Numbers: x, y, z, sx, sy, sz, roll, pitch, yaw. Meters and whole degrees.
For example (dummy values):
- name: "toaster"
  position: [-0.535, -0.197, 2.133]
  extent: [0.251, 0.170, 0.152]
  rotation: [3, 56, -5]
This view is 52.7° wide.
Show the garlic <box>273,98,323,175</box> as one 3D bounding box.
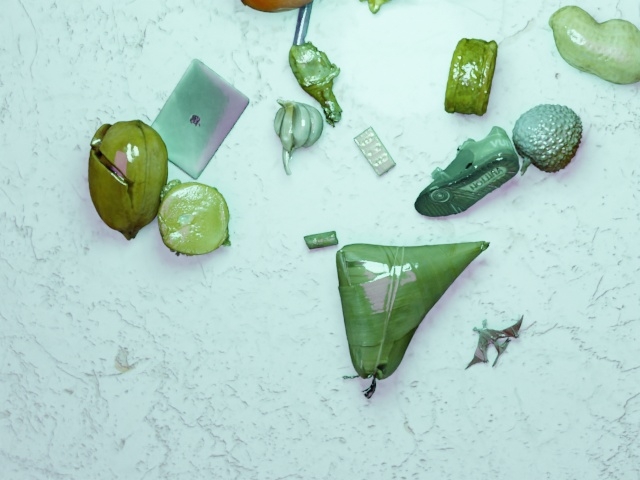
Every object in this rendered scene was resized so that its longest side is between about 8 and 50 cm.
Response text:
- name: "garlic"
  position: [-0.060, -0.259, 1.632]
  extent: [0.127, 0.131, 0.194]
  rotation: [12, 93, 10]

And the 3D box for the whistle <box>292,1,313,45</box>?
- name: "whistle"
  position: [-0.045, -0.549, 1.631]
  extent: [0.033, 0.033, 0.176]
  rotation: [14, 102, 7]

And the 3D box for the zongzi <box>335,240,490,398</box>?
- name: "zongzi"
  position: [0.236, 0.215, 1.653]
  extent: [0.418, 0.181, 0.447]
  rotation: [-5, 101, 9]

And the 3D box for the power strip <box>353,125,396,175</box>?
- name: "power strip"
  position: [0.140, -0.227, 1.658]
  extent: [0.056, 0.032, 0.123]
  rotation: [-34, 94, 14]

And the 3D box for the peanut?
- name: "peanut"
  position: [0.643, -0.453, 1.495]
  extent: [0.253, 0.122, 0.137]
  rotation: [25, 94, 9]

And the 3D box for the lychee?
- name: "lychee"
  position: [0.526, -0.235, 1.526]
  extent: [0.165, 0.165, 0.197]
  rotation: [44, 95, 0]

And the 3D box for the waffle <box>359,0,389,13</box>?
- name: "waffle"
  position: [0.142, -0.677, 1.518]
  extent: [0.238, 0.059, 0.243]
  rotation: [-33, 87, 42]

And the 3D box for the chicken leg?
- name: "chicken leg"
  position: [0.002, -0.397, 1.626]
  extent: [0.103, 0.088, 0.227]
  rotation: [-38, 105, -14]

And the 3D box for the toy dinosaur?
- name: "toy dinosaur"
  position: [0.449, 0.263, 1.696]
  extent: [0.108, 0.032, 0.220]
  rotation: [42, 113, -3]

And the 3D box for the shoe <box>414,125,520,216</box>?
- name: "shoe"
  position: [0.358, -0.174, 1.603]
  extent: [0.109, 0.149, 0.293]
  rotation: [33, 137, -30]

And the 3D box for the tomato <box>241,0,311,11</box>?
- name: "tomato"
  position: [-0.072, -0.680, 1.466]
  extent: [0.273, 0.341, 0.341]
  rotation: [8, 101, -6]

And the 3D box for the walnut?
- name: "walnut"
  position: [-0.504, -0.152, 1.695]
  extent: [0.209, 0.209, 0.336]
  rotation: [9, 113, 8]

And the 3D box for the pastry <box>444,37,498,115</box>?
- name: "pastry"
  position: [0.354, -0.384, 1.520]
  extent: [0.103, 0.189, 0.188]
  rotation: [12, 102, 12]

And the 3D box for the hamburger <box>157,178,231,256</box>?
- name: "hamburger"
  position: [-0.336, -0.065, 1.706]
  extent: [0.189, 0.122, 0.215]
  rotation: [-17, 105, -13]

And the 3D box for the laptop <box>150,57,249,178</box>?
- name: "laptop"
  position: [-0.332, -0.322, 1.726]
  extent: [0.188, 0.015, 0.269]
  rotation: [37, 103, 1]

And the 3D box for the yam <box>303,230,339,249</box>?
- name: "yam"
  position: [0.000, 0.000, 1.715]
  extent: [0.094, 0.043, 0.043]
  rotation: [-11, 98, 11]
